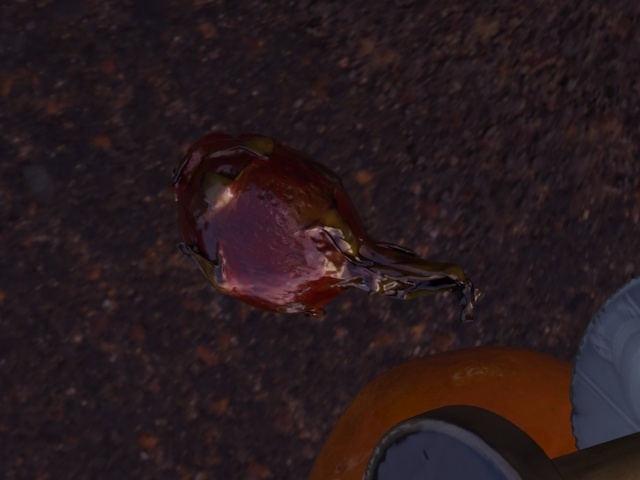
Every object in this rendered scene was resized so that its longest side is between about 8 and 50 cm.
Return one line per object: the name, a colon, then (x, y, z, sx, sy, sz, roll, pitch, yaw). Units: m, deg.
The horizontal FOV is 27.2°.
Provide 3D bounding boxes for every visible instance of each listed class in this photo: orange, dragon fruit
orange: (0.127, 0.209, 0.988, 0.284, 0.226, 0.283, 6, 128, 8)
dragon fruit: (0.000, 0.000, 0.952, 0.246, 0.125, 0.125, 20, 82, 10)

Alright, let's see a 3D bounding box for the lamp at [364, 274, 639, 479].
lamp: (0.115, 0.069, 0.421, 0.121, 0.215, 0.121, 16, 112, 47)
